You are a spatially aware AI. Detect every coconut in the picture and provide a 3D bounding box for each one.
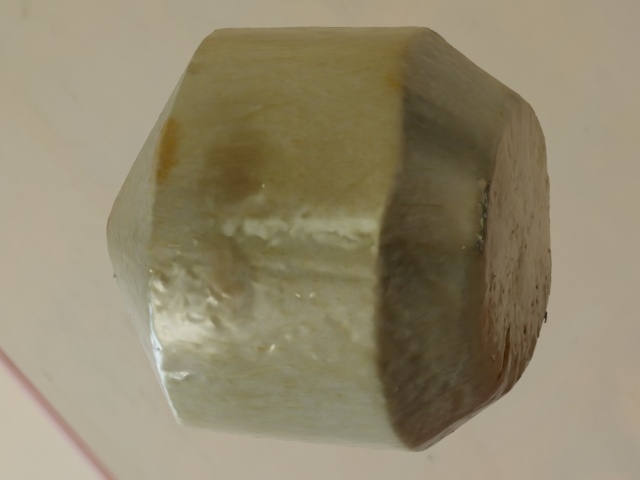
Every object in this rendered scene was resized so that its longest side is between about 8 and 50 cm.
[{"bbox_3d":[0.000,0.000,1.015,0.323,0.323,0.323,-42,-11,-10],"label":"coconut"}]
